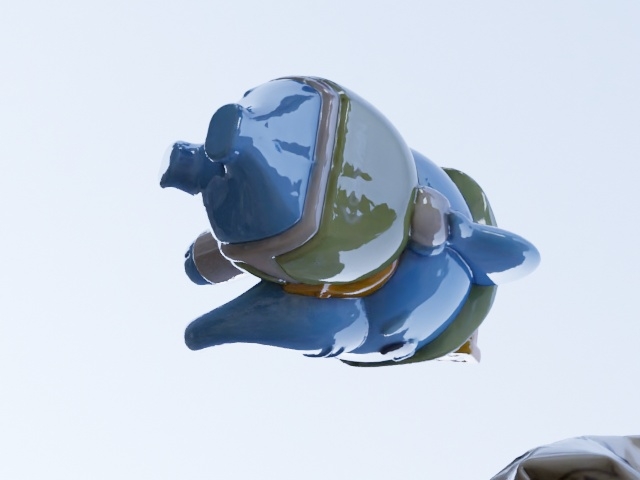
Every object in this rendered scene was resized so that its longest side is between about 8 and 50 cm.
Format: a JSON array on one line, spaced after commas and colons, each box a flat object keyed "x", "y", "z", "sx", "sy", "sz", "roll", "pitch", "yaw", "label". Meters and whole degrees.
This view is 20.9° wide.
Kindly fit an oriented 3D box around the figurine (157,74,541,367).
[{"x": 0.001, "y": -0.004, "z": 1.018, "sx": 0.180, "sy": 0.262, "sz": 0.154, "roll": -39, "pitch": -134, "yaw": 28, "label": "figurine"}]

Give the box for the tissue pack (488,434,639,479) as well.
[{"x": 0.268, "y": 0.238, "z": 0.751, "sx": 0.375, "sy": 0.195, "sz": 0.390, "roll": -7, "pitch": -64, "yaw": 7, "label": "tissue pack"}]
